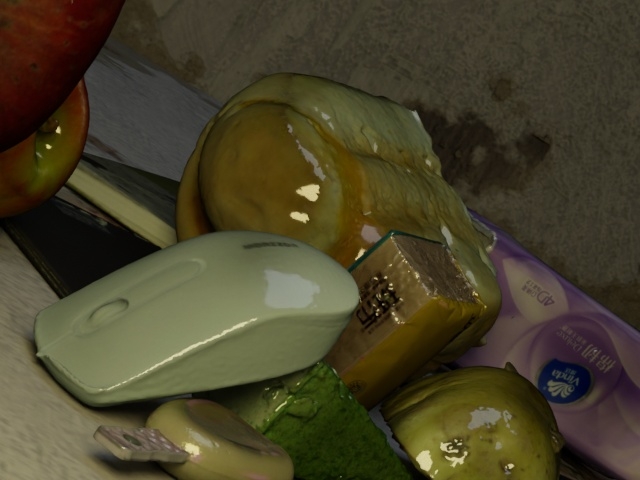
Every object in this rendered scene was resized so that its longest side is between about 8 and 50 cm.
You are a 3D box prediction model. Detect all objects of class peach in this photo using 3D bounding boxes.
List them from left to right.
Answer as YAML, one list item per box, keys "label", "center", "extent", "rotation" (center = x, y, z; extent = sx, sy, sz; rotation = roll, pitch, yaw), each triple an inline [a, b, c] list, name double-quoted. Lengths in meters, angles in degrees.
- label: "peach"
  center: [-0.280, -0.111, 1.573]
  extent: [0.197, 0.197, 0.197]
  rotation: [32, 7, -5]

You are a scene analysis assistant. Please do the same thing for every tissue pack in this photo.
- label: "tissue pack"
  center: [0.039, 0.078, 1.596]
  extent: [0.082, 0.169, 0.120]
  rotation: [54, 15, 20]
- label: "tissue pack"
  center: [0.217, 0.100, 2.166]
  extent: [0.338, 0.160, 0.242]
  rotation: [34, 1, -24]

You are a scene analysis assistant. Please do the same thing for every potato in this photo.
- label: "potato"
  center: [0.138, 0.161, 1.593]
  extent: [0.160, 0.111, 0.271]
  rotation: [46, 1, 0]

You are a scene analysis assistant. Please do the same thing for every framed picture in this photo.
- label: "framed picture"
  center: [-0.166, 0.034, 1.705]
  extent: [0.255, 0.014, 0.338]
  rotation: [27, 9, -38]

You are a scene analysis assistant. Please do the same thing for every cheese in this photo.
- label: "cheese"
  center: [-0.088, 0.134, 1.279]
  extent: [0.097, 0.037, 0.192]
  rotation: [34, 8, 24]

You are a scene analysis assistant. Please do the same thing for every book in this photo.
- label: "book"
  center: [-0.137, -0.021, 2.098]
  extent: [0.239, 0.035, 0.352]
  rotation: [33, 8, 21]

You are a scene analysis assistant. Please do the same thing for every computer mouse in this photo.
- label: "computer mouse"
  center: [-0.085, 0.046, 1.360]
  extent: [0.231, 0.079, 0.128]
  rotation: [-13, 30, -24]

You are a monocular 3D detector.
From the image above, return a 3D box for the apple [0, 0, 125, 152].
- label: "apple"
  center: [-0.325, -0.195, 1.364]
  extent: [0.365, 0.295, 0.328]
  rotation: [35, 29, 33]

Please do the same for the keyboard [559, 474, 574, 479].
- label: "keyboard"
  center: [0.245, 0.250, 1.931]
  extent: [0.230, 0.025, 0.093]
  rotation: [26, 8, -39]

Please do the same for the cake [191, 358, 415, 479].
- label: "cake"
  center: [0.022, 0.136, 1.490]
  extent: [0.235, 0.099, 0.100]
  rotation: [27, 11, -40]

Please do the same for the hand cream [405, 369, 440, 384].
- label: "hand cream"
  center: [0.075, 0.116, 2.052]
  extent: [0.234, 0.050, 0.080]
  rotation: [40, 3, 20]

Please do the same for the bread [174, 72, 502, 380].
- label: "bread"
  center: [0.000, 0.000, 1.871]
  extent: [0.300, 0.210, 0.341]
  rotation: [58, 20, 15]
